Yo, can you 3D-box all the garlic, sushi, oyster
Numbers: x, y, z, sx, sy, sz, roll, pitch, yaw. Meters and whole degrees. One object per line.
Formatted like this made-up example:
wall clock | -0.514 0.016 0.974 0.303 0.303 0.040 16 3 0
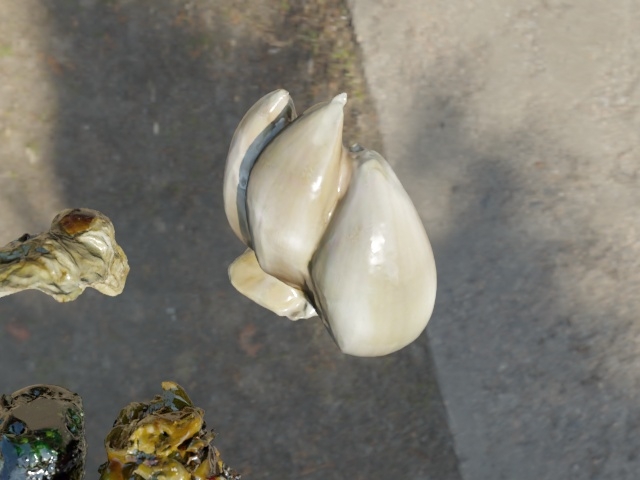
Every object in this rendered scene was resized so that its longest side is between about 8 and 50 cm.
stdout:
garlic | 0.001 -0.001 1.246 0.279 0.132 0.325 43 158 11
sushi | -0.191 0.310 1.527 0.200 0.213 0.204 -34 102 8
oyster | -0.285 0.024 1.265 0.161 0.232 0.107 -2 95 28
sushi | -0.369 0.268 1.604 0.124 0.225 0.127 4 103 -10
